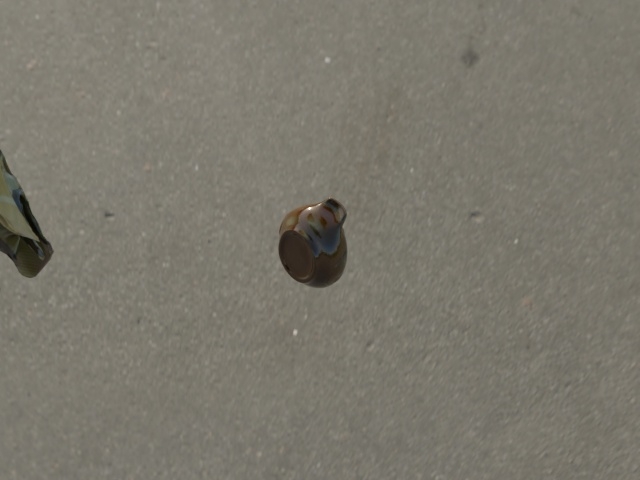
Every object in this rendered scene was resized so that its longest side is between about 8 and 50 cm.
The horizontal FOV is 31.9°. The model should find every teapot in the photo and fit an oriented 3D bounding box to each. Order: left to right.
[{"bbox_3d":[0.000,0.000,1.357,0.078,0.129,0.098,-32,65,-33],"label":"teapot"}]

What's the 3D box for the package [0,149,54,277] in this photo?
[{"bbox_3d":[-0.334,-0.099,0.856,0.165,0.221,0.311,-10,58,-48],"label":"package"}]
